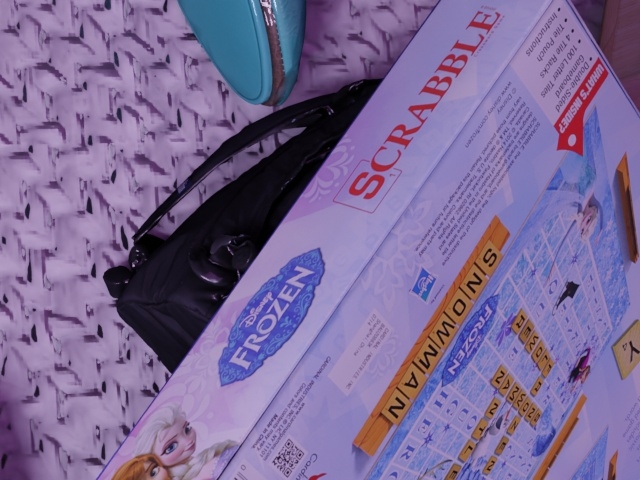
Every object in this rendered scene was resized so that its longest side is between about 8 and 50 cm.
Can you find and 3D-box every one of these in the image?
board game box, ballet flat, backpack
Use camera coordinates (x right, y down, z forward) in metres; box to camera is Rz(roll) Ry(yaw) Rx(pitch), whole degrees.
[{"bbox_3d":[0.075,0.095,0.897,0.318,0.066,0.318,-54,132,-16],"label":"board game box"},{"bbox_3d":[-0.056,-0.192,0.979,0.087,0.083,0.247,-31,94,-32],"label":"ballet flat"},{"bbox_3d":[0.000,0.000,0.944,0.182,0.152,0.115,-42,111,-20],"label":"backpack"}]

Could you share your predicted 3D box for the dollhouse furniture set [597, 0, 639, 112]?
[{"bbox_3d":[0.307,-0.016,1.060,0.355,0.174,0.303,55,33,-31],"label":"dollhouse furniture set"}]
